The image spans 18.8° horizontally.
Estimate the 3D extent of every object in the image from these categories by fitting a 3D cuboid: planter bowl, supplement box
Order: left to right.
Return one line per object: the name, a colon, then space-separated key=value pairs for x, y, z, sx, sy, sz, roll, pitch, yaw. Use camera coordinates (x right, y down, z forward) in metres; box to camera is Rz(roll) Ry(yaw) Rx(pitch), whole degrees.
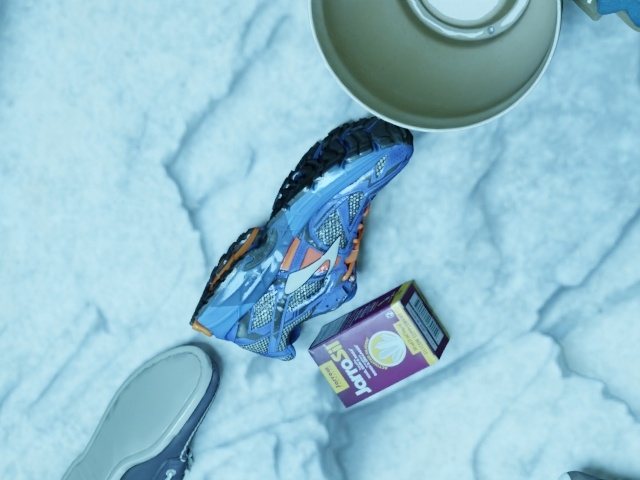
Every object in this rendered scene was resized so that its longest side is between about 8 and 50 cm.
supplement box: x=0.042 y=0.074 z=1.384 sx=0.083 sy=0.043 sz=0.055 roll=-30 pitch=100 yaw=25
planter bowl: x=0.083 y=-0.162 z=1.247 sx=0.162 sy=0.109 sz=0.162 roll=5 pitch=111 yaw=14

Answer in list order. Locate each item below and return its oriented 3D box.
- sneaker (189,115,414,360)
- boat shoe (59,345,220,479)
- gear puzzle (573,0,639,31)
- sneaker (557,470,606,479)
sneaker: x=0.000 y=0.000 z=1.360 sx=0.087 sy=0.083 sz=0.221 roll=34 pitch=122 yaw=-12
boat shoe: x=-0.132 y=0.162 z=1.474 sx=0.065 sy=0.075 sz=0.206 roll=21 pitch=117 yaw=-40
gear puzzle: x=0.312 y=-0.108 z=1.200 sx=0.339 sy=0.044 sz=0.175 roll=41 pitch=119 yaw=-16
sneaker: x=0.246 y=0.193 z=1.370 sx=0.158 sy=0.061 sz=0.065 roll=27 pitch=88 yaw=5
